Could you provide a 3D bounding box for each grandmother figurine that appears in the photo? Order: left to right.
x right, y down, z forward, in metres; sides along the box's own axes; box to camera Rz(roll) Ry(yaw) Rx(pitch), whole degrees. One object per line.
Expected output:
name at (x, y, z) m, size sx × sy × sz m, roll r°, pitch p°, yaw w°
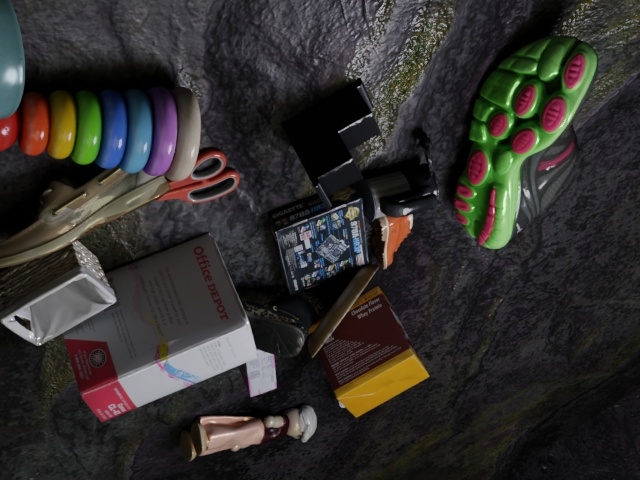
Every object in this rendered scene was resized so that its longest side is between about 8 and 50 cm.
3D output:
grandmother figurine at (-0.154, 0.457, 2.235) m, size 0.342 × 0.104 × 0.208 m, roll -3°, pitch 165°, yaw -34°

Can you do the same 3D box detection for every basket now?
basket at (-0.451, 0.082, 1.562) m, size 0.167 × 0.103 × 0.113 m, roll -29°, pitch 145°, yaw 4°

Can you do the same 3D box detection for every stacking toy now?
stacking toy at (-0.346, -0.165, 1.319) m, size 0.330 × 0.141 × 0.141 m, roll 3°, pitch 135°, yaw -25°

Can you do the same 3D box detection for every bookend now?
bookend at (0.039, -0.160, 1.526) m, size 0.157 × 0.156 × 0.072 m, roll -30°, pitch 144°, yaw 2°

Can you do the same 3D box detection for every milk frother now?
milk frother at (0.147, -0.118, 1.717) m, size 0.134 × 0.129 × 0.143 m, roll -15°, pitch 100°, yaw -17°

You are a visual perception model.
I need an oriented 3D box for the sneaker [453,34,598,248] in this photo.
sneaker at (0.393, -0.194, 1.732) m, size 0.202 × 0.185 × 0.483 m, roll -27°, pitch 152°, yaw -31°

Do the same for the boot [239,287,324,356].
boot at (-0.119, 0.144, 1.846) m, size 0.178 × 0.236 × 0.085 m, roll -43°, pitch 148°, yaw -63°

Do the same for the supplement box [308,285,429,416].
supplement box at (0.103, 0.246, 2.040) m, size 0.191 × 0.194 × 0.129 m, roll -30°, pitch 144°, yaw 5°

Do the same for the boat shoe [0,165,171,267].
boat shoe at (-0.389, -0.052, 1.449) m, size 0.302 × 0.098 × 0.109 m, roll -27°, pitch -172°, yaw -1°

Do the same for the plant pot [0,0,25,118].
plant pot at (-0.493, -0.214, 1.053) m, size 0.255 × 0.272 × 0.272 m, roll -18°, pitch 146°, yaw -38°

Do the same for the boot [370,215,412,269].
boot at (0.149, -0.004, 1.879) m, size 0.084 × 0.059 × 0.158 m, roll -20°, pitch 143°, yaw -18°

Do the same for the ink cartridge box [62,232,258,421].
ink cartridge box at (-0.293, 0.153, 1.647) m, size 0.306 × 0.226 × 0.131 m, roll -20°, pitch 144°, yaw -8°

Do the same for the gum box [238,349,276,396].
gum box at (-0.142, 0.232, 1.942) m, size 0.062 × 0.107 × 0.188 m, roll -17°, pitch 143°, yaw -14°

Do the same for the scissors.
scissors at (-0.280, -0.072, 1.549) m, size 0.297 × 0.021 × 0.109 m, roll -22°, pitch 144°, yaw -7°

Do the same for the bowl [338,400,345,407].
bowl at (0.101, 0.345, 2.286) m, size 0.142 × 0.053 × 0.142 m, roll -18°, pitch 143°, yaw -13°

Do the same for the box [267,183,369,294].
box at (0.000, 0.000, 1.791) m, size 0.175 × 0.051 × 0.220 m, roll -21°, pitch 144°, yaw -8°

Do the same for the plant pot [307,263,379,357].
plant pot at (0.041, 0.138, 1.907) m, size 0.236 × 0.032 × 0.236 m, roll -54°, pitch 177°, yaw -5°
